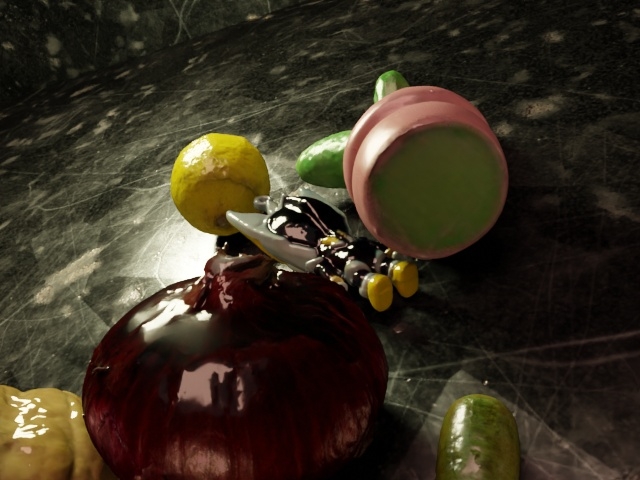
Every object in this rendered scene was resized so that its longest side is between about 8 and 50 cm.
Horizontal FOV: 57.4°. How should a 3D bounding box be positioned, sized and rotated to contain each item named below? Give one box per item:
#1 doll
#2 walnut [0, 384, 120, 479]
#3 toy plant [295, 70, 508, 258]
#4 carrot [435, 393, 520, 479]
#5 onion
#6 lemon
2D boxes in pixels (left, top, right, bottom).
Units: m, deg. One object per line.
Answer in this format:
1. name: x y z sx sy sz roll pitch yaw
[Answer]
1. doll: 0.004 -0.001 0.846 0.145 0.103 0.316 -43 45 -17
2. walnut: -0.307 0.258 0.578 0.224 0.225 0.261 -31 33 -10
3. toy plant: 0.110 -0.113 0.837 0.316 0.211 0.356 -13 27 5
4. carrot: 0.106 0.277 0.439 0.074 0.074 0.359 -4 40 26
5. onion: -0.083 0.126 0.591 0.313 0.233 0.314 -2 24 1
6. lemon: -0.172 -0.099 1.023 0.180 0.181 0.193 -9 15 20
